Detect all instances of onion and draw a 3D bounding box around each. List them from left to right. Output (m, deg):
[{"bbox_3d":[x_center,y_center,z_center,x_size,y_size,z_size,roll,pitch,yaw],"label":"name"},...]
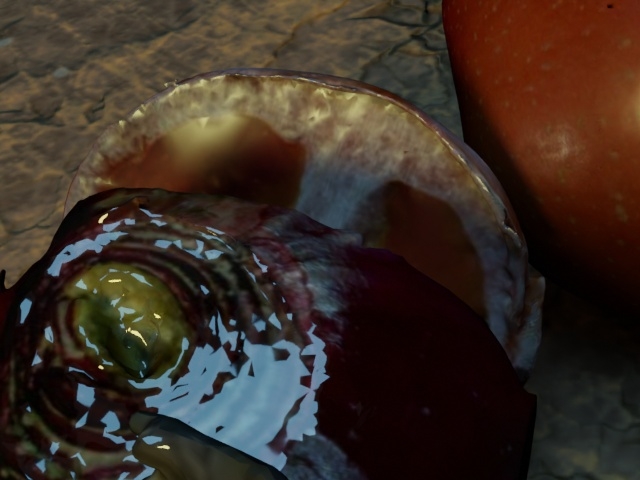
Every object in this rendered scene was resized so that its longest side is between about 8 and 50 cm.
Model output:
[{"bbox_3d":[-0.026,0.121,0.528,0.206,0.216,0.207,5,55,10],"label":"onion"}]

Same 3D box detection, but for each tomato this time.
[{"bbox_3d":[0.000,0.000,0.659,0.228,0.199,0.112,28,28,1],"label":"tomato"}]

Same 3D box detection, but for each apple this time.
[{"bbox_3d":[0.181,-0.088,0.664,0.216,0.260,0.260,-13,38,34],"label":"apple"}]

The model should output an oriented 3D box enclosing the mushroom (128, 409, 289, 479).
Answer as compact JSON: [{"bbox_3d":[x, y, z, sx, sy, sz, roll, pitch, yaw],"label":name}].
[{"bbox_3d":[0.046,0.289,0.357,0.224,0.313,0.397,8,77,56],"label":"mushroom"}]
